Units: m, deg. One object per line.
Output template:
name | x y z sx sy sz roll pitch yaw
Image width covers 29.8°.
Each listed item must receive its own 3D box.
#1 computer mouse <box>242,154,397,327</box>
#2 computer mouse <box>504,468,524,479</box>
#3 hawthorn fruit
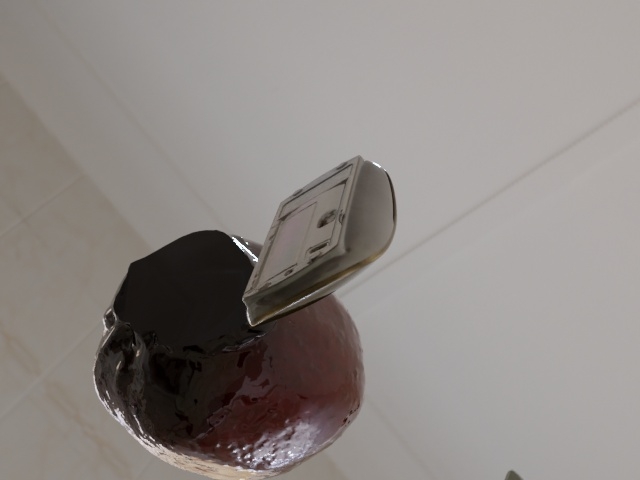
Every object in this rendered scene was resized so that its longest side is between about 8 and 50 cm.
computer mouse | 0.001 0.002 0.816 0.102 0.199 0.045 -30 -74 17
computer mouse | 0.185 0.267 1.183 0.032 0.110 0.056 21 -73 12
hawthorn fruit | -0.064 0.102 1.012 0.249 0.215 0.215 25 -55 -38
